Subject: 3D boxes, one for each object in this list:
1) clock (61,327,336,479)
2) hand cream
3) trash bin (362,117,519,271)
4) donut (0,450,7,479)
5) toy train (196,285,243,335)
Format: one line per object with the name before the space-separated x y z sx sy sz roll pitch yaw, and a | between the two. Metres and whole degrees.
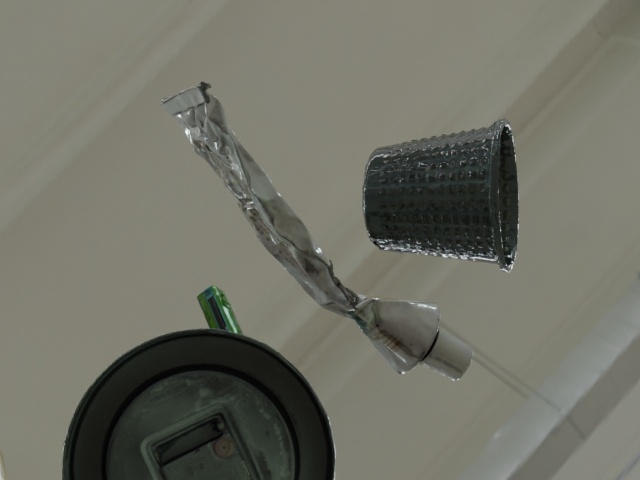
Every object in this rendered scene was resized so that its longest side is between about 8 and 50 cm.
clock | -0.101 0.186 0.873 0.226 0.049 0.226 1 -95 -6
hand cream | -0.002 0.003 0.649 0.257 0.084 0.050 44 -103 -14
trash bin | 0.137 -0.049 1.181 0.175 0.161 0.175 -1 -90 -70
donut | -0.517 0.350 1.189 0.449 0.198 0.448 22 -90 -79
toy train | -0.146 0.161 1.706 0.042 0.209 0.044 -39 -42 11
